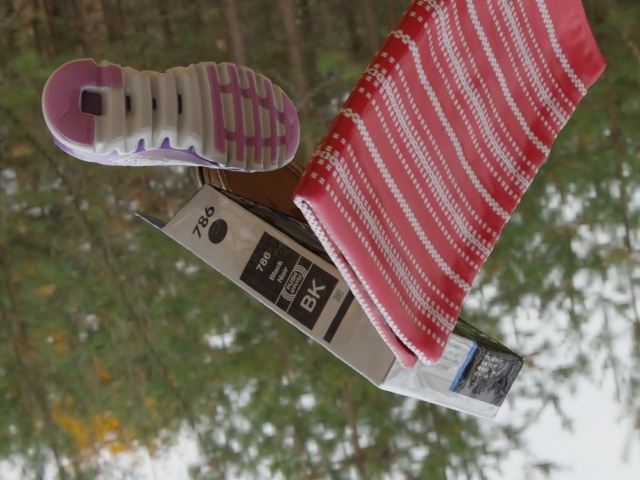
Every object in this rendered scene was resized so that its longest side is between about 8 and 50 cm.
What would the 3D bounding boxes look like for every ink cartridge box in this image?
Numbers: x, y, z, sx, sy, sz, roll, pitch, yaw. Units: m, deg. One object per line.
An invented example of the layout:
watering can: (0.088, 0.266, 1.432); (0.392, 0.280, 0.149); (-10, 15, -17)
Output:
ink cartridge box: (0.000, 0.035, 1.042); (0.332, 0.065, 0.165); (31, -174, 41)

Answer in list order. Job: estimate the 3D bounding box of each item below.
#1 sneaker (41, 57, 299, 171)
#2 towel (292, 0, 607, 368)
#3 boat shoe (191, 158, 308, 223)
sneaker: (-0.137, -0.104, 1.107); (0.236, 0.095, 0.104); (4, 167, -23)
towel: (0.094, -0.076, 0.784); (0.031, 0.199, 0.275); (16, -117, 36)
boat shoe: (0.000, 0.000, 1.273); (0.111, 0.307, 0.104); (-52, -156, -18)
